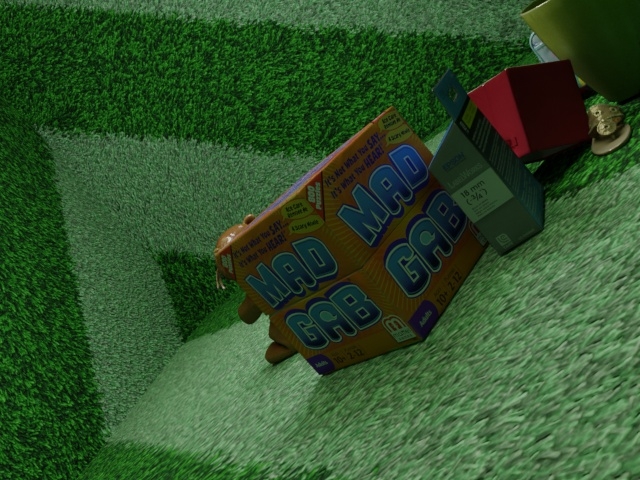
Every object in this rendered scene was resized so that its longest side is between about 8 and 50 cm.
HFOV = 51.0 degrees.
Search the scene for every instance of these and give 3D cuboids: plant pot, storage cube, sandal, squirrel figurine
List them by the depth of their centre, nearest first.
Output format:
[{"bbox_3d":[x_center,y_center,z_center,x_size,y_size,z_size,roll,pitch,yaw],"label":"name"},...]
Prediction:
[{"bbox_3d":[0.594,-0.254,1.419,0.088,0.079,0.240,-36,8,33],"label":"sandal"},{"bbox_3d":[0.469,-0.280,1.531,0.215,0.193,0.184,-15,-4,-23],"label":"storage cube"},{"bbox_3d":[0.654,-0.475,1.537,0.275,0.293,0.275,-34,11,7],"label":"plant pot"},{"bbox_3d":[-0.107,0.089,1.841,0.281,0.370,0.397,-46,9,-39],"label":"squirrel figurine"}]

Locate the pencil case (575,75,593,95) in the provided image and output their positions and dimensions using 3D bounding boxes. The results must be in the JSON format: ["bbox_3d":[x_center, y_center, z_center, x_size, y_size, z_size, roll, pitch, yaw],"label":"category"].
[{"bbox_3d":[0.734,-0.448,1.829,0.104,0.104,0.236,-43,9,-20],"label":"pencil case"}]

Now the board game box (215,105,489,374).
[{"bbox_3d":[0.074,0.009,1.434,0.356,0.356,0.356,-46,8,-39],"label":"board game box"}]

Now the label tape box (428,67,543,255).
[{"bbox_3d":[0.307,-0.165,1.348,0.106,0.333,0.240,-37,8,28],"label":"label tape box"}]

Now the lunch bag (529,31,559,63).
[{"bbox_3d":[0.799,-0.632,2.076,0.279,0.224,0.108,-35,8,33],"label":"lunch bag"}]
